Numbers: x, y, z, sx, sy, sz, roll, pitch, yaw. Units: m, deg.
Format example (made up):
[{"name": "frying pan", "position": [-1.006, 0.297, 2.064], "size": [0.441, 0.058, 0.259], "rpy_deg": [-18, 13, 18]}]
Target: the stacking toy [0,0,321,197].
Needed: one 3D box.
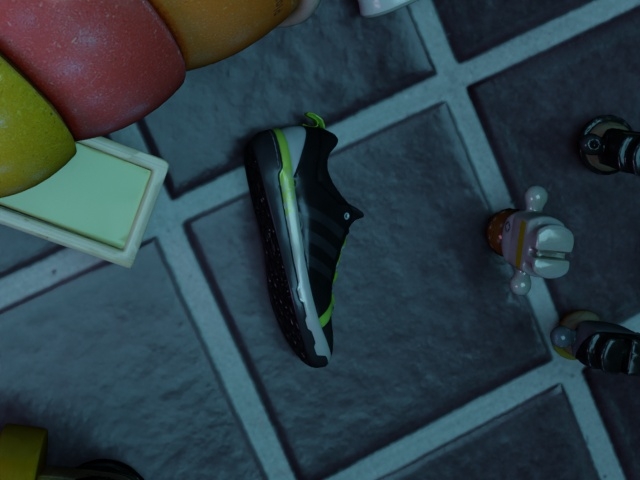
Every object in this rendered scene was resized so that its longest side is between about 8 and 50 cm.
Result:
[{"name": "stacking toy", "position": [-0.256, -0.153, 1.221], "size": [0.350, 0.350, 0.480], "rpy_deg": [44, 74, -15]}]

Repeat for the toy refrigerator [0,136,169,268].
[{"name": "toy refrigerator", "position": [-0.277, -0.069, 1.384], "size": [0.270, 0.094, 0.102], "rpy_deg": [21, 89, -17]}]

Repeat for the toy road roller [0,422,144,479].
[{"name": "toy road roller", "position": [-0.277, 0.322, 1.371], "size": [0.241, 0.202, 0.329], "rpy_deg": [9, 87, -5]}]

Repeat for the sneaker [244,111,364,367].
[{"name": "sneaker", "position": [0.000, 0.000, 1.477], "size": [0.097, 0.084, 0.234], "rpy_deg": [-13, 98, -16]}]

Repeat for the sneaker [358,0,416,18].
[{"name": "sneaker", "position": [0.113, -0.323, 1.481], "size": [0.226, 0.086, 0.163], "rpy_deg": [-25, 104, -12]}]

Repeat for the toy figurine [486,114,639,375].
[{"name": "toy figurine", "position": [0.279, 0.006, 1.536], "size": [0.209, 0.148, 0.213], "rpy_deg": [-41, 107, -3]}]
